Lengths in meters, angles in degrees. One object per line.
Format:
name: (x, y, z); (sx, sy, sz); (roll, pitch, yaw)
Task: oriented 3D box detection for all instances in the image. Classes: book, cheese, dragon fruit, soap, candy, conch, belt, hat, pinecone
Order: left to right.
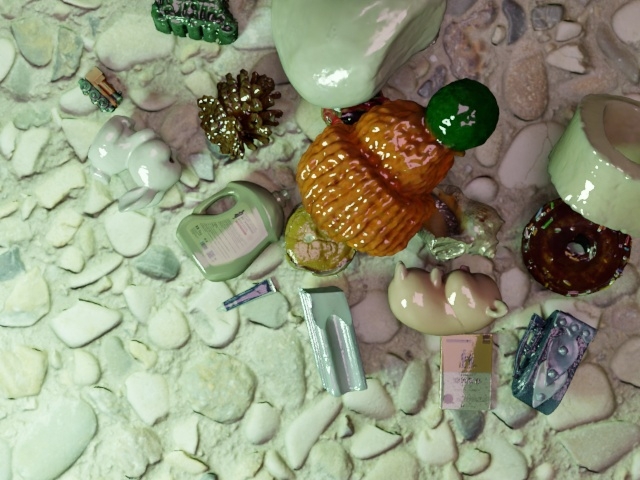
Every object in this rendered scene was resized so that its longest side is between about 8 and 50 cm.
pinecone: (-0.169, -0.275, 1.701); (0.179, 0.150, 0.195); (37, 90, 29)
soap: (0.028, 0.206, 1.706); (0.091, 0.145, 0.230); (-13, 94, -10)
candy: (0.052, -0.494, 1.624); (0.386, 0.186, 0.427); (-38, 53, 11)
dragon fruit: (0.076, -0.309, 1.708); (0.160, 0.166, 0.172); (4, 64, -38)
hat: (0.140, -0.171, 1.530); (0.285, 0.285, 0.400); (39, 125, 0)
conch: (0.281, -0.042, 1.705); (0.163, 0.178, 0.245); (-52, 59, 28)
book: (0.326, 0.294, 1.770); (0.118, 0.012, 0.172); (1, 89, -2)
belt: (0.489, 0.258, 1.720); (0.128, 0.122, 0.218); (27, 82, 1)
cheese: (0.632, -0.154, 1.619); (0.292, 0.332, 0.153); (26, 132, 6)

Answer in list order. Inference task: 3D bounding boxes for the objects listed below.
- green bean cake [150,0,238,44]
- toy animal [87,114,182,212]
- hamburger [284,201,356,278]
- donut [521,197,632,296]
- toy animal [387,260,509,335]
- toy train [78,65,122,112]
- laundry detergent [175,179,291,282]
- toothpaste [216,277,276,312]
green bean cake: (-0.265, -0.550, 1.732); (0.193, 0.107, 0.208); (8, 87, 0)
toy animal: (-0.407, -0.166, 1.710); (0.193, 0.127, 0.178); (43, 91, -1)
hamburger: (0.000, 0.000, 1.728); (0.177, 0.113, 0.185); (-28, 97, -7)
donut: (0.554, 0.004, 1.713); (0.235, 0.089, 0.235); (4, 110, 11)
toy animal: (0.269, 0.129, 1.700); (0.250, 0.166, 0.154); (5, 98, 6)
toy train: (-0.487, -0.331, 1.756); (0.103, 0.044, 0.064); (45, 78, 0)
laundry detergent: (-0.177, -0.035, 1.729); (0.253, 0.091, 0.181); (-36, 84, -1)
toothpaste: (-0.168, 0.128, 1.761); (0.140, 0.021, 0.037); (-25, 88, -3)
